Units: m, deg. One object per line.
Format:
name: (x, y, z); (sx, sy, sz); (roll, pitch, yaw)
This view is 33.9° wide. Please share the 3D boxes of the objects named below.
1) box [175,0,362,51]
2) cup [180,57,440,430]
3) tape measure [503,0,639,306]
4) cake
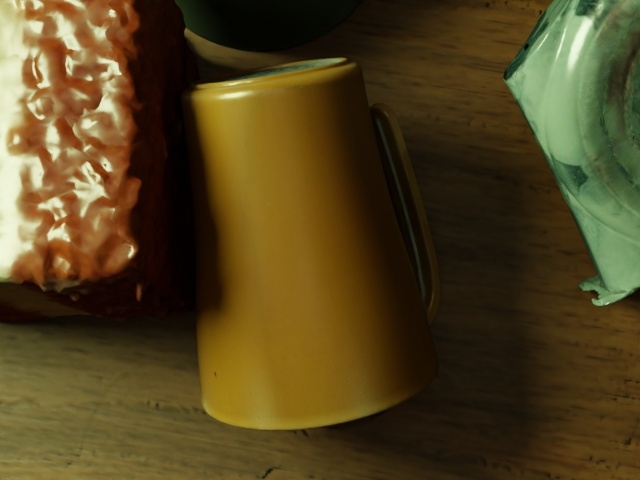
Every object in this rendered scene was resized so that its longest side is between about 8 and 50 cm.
box: (-0.056, -0.290, 0.879); (0.226, 0.149, 0.226); (0, 81, 3)
cup: (0.000, 0.000, 0.789); (0.226, 0.182, 0.264); (-21, 108, -41)
tape measure: (0.283, -0.113, 0.808); (0.275, 0.147, 0.256); (-26, 101, 10)
cake: (-0.259, -0.078, 0.792); (0.319, 0.269, 0.270); (0, 81, 2)
